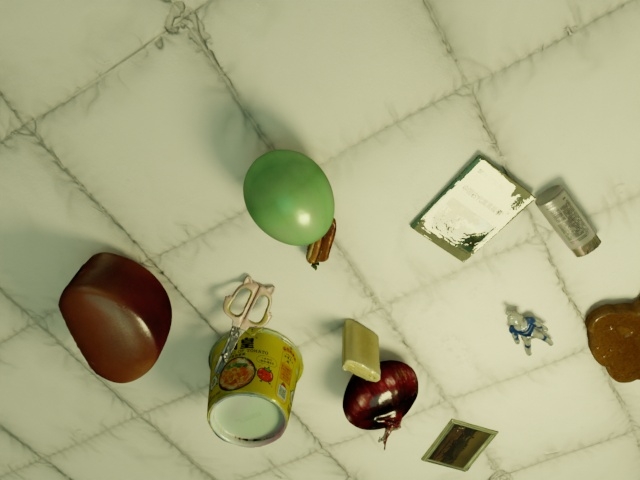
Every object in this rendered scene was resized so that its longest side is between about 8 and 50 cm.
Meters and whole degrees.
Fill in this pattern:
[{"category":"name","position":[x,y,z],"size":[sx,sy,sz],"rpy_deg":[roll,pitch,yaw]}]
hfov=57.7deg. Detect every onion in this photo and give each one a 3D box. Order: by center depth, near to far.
[{"category":"onion","position":[0.206,0.524,1.876],"size":[0.273,0.285,0.273],"rpy_deg":[-17,140,-14]}]

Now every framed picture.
[{"category":"framed picture","position":[0.519,0.773,2.174],"size":[0.197,0.014,0.252],"rpy_deg":[18,121,-11]}]

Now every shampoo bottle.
[{"category":"shampoo bottle","position":[0.691,-0.051,1.619],"size":[0.086,0.056,0.227],"rpy_deg":[-37,115,20]}]

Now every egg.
[{"category":"egg","position":[-0.078,-0.108,1.500],"size":[0.220,0.220,0.269],"rpy_deg":[-28,126,18]}]

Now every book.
[{"category":"book","position":[0.421,-0.080,1.625],"size":[0.215,0.025,0.282],"rpy_deg":[31,120,-16]}]

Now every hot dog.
[{"category":"hot dog","position":[0.000,0.000,1.664],"size":[0.072,0.055,0.188],"rpy_deg":[-8,133,-29]}]

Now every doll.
[{"category":"doll","position":[0.649,0.278,1.834],"size":[0.114,0.057,0.227],"rpy_deg":[-29,127,25]}]

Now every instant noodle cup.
[{"category":"instant noodle cup","position":[-0.220,0.480,1.860],"size":[0.326,0.254,0.325],"rpy_deg":[1,123,2]}]

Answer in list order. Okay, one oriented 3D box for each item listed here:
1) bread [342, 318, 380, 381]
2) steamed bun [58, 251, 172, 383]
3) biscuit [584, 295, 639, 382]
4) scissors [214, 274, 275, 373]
[{"category":"bread","position":[0.125,0.345,1.811],"size":[0.140,0.178,0.060],"rpy_deg":[33,121,-18]},{"category":"steamed bun","position":[-0.578,0.228,1.713],"size":[0.248,0.235,0.379],"rpy_deg":[-6,122,8]},{"category":"biscuit","position":[1.006,0.298,1.829],"size":[0.381,0.074,0.359],"rpy_deg":[28,118,-13]},{"category":"scissors","position":[-0.247,0.266,1.773],"size":[0.160,0.024,0.317],"rpy_deg":[25,90,-15]}]
